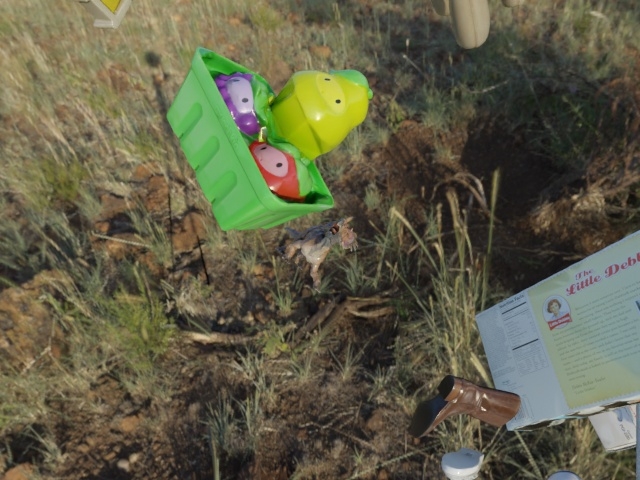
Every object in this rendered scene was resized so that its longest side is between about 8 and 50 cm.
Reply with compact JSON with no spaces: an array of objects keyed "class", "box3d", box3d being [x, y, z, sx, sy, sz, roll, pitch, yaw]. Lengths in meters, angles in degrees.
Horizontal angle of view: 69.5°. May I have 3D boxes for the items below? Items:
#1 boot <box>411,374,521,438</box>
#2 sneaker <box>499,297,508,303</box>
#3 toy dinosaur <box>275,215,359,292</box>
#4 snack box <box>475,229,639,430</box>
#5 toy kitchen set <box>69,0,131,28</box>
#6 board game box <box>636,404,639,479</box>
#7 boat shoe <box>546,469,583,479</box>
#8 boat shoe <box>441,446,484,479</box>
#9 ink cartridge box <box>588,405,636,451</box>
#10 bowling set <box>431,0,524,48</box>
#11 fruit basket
[{"class":"boot","box3d":[0.185,0.222,0.583,0.114,0.106,0.037,21,27,-21]},{"class":"sneaker","box3d":[0.584,0.280,1.160,0.147,0.129,0.329,0,46,-20]},{"class":"toy dinosaur","box3d":[0.000,0.000,1.236,0.200,0.127,0.295,-47,24,1]},{"class":"snack box","box3d":[0.369,0.130,0.629,0.060,0.322,0.187,13,54,-27]},{"class":"toy kitchen set","box3d":[-0.255,-0.378,0.603,0.207,0.166,0.122,12,78,23]},{"class":"board game box","box3d":[0.727,0.326,0.755,0.390,0.050,0.389,22,56,7]},{"class":"boat shoe","box3d":[0.515,0.544,0.964,0.096,0.267,0.088,-17,31,21]},{"class":"boat shoe","box3d":[0.286,0.465,0.933,0.066,0.184,0.063,7,80,26]},{"class":"ink cartridge box","box3d":[0.731,0.406,1.122,0.218,0.092,0.158,10,52,-42]},{"class":"bowling set","box3d":[0.228,-0.417,0.634,0.200,0.154,0.286,-23,47,7]},{"class":"fruit basket","box3d":[-0.078,-0.234,0.948,0.392,0.391,0.283,15,10,26]}]
